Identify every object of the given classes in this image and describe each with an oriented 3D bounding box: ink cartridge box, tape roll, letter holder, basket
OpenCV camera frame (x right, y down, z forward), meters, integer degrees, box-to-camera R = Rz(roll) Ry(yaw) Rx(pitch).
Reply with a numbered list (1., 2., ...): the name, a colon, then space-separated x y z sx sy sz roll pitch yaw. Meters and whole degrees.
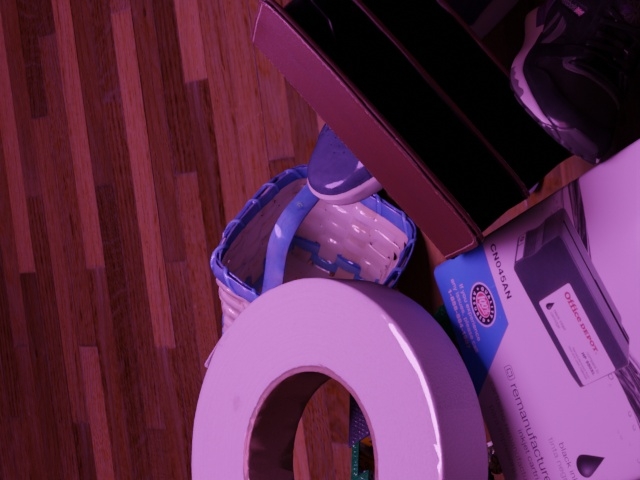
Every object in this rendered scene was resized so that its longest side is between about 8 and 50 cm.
1. ink cartridge box: 0.315 0.076 1.702 0.395 0.166 0.285 -36 68 52
2. tape roll: 0.009 0.231 1.859 0.392 0.072 0.392 -5 83 48
3. letter holder: 0.089 -0.147 1.695 0.302 0.152 0.214 48 175 1
4. basket: 0.000 0.000 2.072 0.201 0.254 0.289 26 142 17

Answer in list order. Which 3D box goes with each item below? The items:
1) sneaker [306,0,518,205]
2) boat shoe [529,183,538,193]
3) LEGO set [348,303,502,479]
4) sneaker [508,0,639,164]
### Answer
1. sneaker: 0.071 -0.206 1.877 0.131 0.148 0.350 31 88 45
2. boat shoe: 0.216 -0.099 1.931 0.035 0.035 0.100 -127 31 -77
3. LEGO set: 0.158 0.247 1.961 0.255 0.192 0.331 -43 32 29
4. sneaker: 0.255 -0.186 1.686 0.124 0.107 0.283 -46 19 28
